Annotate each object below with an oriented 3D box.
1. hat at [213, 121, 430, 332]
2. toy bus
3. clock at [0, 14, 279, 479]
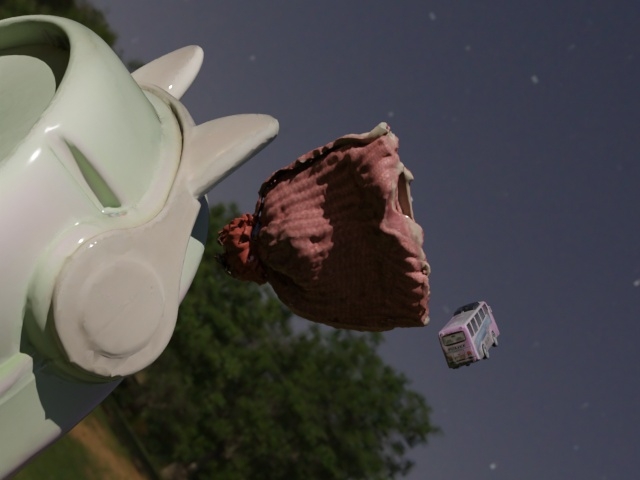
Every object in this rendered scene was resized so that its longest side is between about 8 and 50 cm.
[{"bbox_3d":[0.000,0.000,1.397,0.286,0.107,0.236,-11,-89,33],"label":"hat"},{"bbox_3d":[0.153,0.097,1.208,0.052,0.037,0.131,68,19,-2],"label":"toy bus"},{"bbox_3d":[-0.181,0.002,0.546,0.108,0.324,0.265,59,-7,-32],"label":"clock"}]
